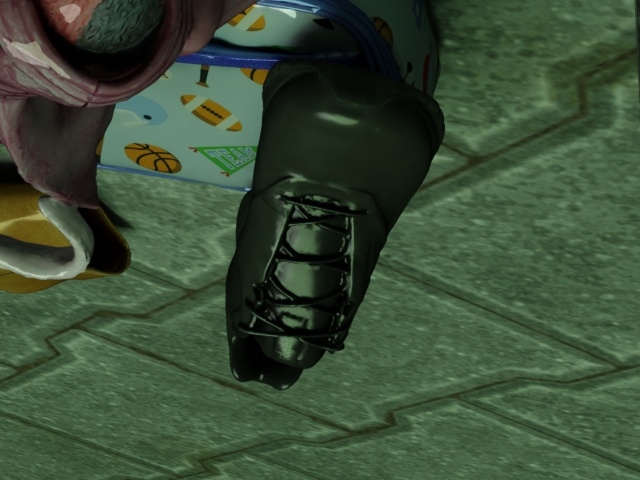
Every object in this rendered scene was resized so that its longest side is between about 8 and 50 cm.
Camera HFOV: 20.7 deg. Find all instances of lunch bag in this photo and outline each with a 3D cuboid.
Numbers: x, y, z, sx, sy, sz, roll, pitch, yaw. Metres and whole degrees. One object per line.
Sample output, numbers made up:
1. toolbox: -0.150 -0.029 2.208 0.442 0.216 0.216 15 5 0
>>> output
1. lunch bag: -0.086 -0.127 1.064 0.303 0.115 0.243 6 156 17

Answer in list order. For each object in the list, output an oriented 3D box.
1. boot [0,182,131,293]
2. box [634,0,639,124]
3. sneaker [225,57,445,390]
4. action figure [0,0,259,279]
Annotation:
1. boot: -0.315 -0.032 1.491 0.211 0.104 0.295 -7 156 33
2. box: 0.235 -0.119 0.980 0.114 0.036 0.207 8 158 16
3. sneaker: 0.000 0.000 1.007 0.109 0.130 0.286 13 153 -1
4. action figure: -0.149 -0.107 0.778 0.248 0.275 0.370 7 -177 -25
